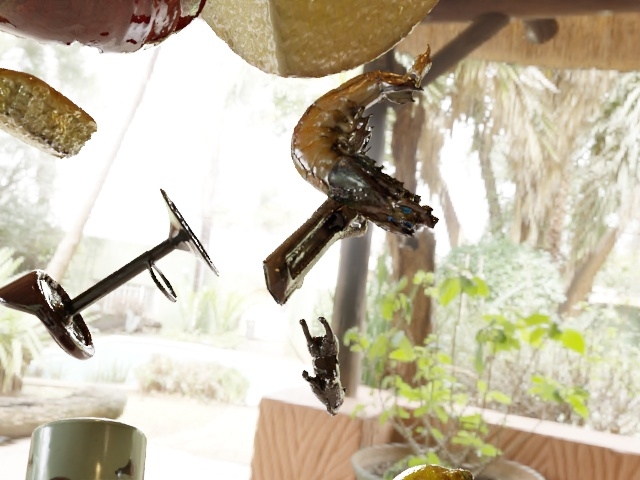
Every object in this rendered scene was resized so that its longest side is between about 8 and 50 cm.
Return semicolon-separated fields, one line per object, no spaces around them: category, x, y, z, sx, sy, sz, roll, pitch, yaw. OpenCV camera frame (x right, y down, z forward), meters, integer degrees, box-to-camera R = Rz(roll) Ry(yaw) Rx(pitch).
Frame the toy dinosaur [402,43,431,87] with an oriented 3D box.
toy dinosaur;0.138;-0.241;1.031;0.026;0.041;0.113;31;32;-4

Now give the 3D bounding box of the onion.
onion;-0.204;-0.249;0.593;0.248;0.161;0.248;20;19;-7

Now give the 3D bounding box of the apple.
apple;0.009;-0.356;0.797;0.309;0.314;0.252;-34;1;-30

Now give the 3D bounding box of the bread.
bread;-0.568;-0.252;1.491;0.174;0.121;0.245;21;-6;25

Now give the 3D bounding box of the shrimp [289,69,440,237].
shrimp;0.091;-0.135;1.092;0.290;0.222;0.054;42;1;28

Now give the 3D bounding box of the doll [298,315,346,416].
doll;0.011;0.222;1.259;0.057;0.139;0.165;-12;-35;10

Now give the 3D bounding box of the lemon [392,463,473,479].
lemon;0.200;0.525;1.407;0.188;0.256;0.188;29;20;-12

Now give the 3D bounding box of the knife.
knife;0.005;-0.003;1.089;0.043;0.089;0.365;-28;8;28

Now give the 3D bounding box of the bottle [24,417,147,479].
bottle;-0.404;0.499;1.280;0.229;0.351;0.229;-3;-32;-2

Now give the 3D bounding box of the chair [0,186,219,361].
chair;-0.434;0.086;1.536;0.401;0.226;0.226;-32;-1;-6
